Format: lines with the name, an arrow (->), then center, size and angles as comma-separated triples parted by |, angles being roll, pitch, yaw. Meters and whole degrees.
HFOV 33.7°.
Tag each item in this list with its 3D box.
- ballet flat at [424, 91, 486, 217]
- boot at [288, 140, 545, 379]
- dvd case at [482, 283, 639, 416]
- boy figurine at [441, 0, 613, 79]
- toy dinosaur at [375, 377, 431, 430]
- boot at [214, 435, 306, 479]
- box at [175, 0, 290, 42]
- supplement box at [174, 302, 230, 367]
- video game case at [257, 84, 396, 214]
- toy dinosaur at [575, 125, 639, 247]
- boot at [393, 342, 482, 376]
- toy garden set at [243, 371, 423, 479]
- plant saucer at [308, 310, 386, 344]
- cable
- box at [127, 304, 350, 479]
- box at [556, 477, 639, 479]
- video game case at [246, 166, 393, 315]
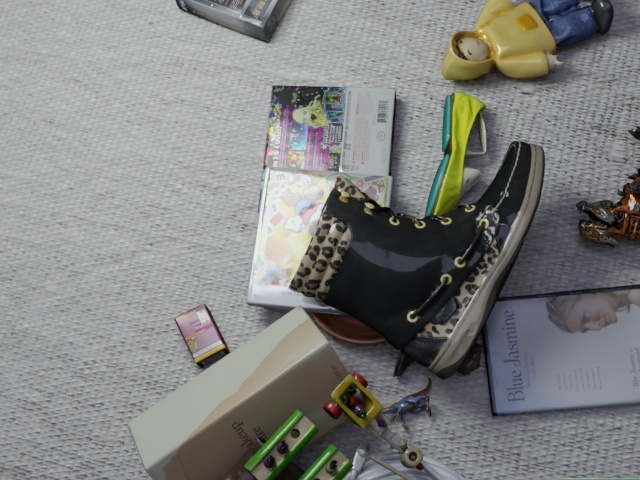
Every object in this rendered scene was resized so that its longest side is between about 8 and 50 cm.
ballet flat -> 0.222, -0.130, 1.686 | 0.077, 0.077, 0.231 | 13, 71, -3
boot -> 0.146, -0.020, 1.562 | 0.284, 0.138, 0.377 | 25, 85, 1
dvd case -> 0.373, 0.164, 1.589 | 0.253, 0.022, 0.180 | -6, 71, 6
boy figurine -> 0.324, -0.347, 1.737 | 0.285, 0.092, 0.177 | -20, 72, -3
toy dinosaur -> 0.125, 0.254, 1.593 | 0.082, 0.047, 0.090 | -3, 37, 16
boot -> -0.069, 0.423, 1.478 | 0.248, 0.090, 0.207 | 44, 87, -10
box -> -0.124, -0.483, 1.859 | 0.183, 0.056, 0.231 | 23, 76, 14
supplement box -> -0.185, 0.149, 1.656 | 0.055, 0.043, 0.083 | -27, 71, -2
video game case -> 0.013, -0.142, 1.730 | 0.210, 0.042, 0.232 | 2, 72, 8
toy dinosaur -> 0.551, -0.082, 1.611 | 0.321, 0.164, 0.219 | -8, 84, -15
boot -> 0.179, 0.183, 1.603 | 0.114, 0.037, 0.106 | 28, 79, 11
toy garden set -> 0.053, 0.318, 1.437 | 0.244, 0.049, 0.204 | 43, 72, 6
plant saucer -> 0.071, 0.068, 1.654 | 0.199, 0.037, 0.200 | -2, 72, 6
cable -> 0.119, 0.431, 1.488 | 0.257, 0.089, 0.257 | 30, 74, 12
box -> -0.106, 0.252, 1.538 | 0.311, 0.148, 0.121 | -36, 32, -4
box -> 0.361, 0.453, 1.380 | 0.126, 0.231, 0.262 | -2, 71, 7
video game case -> 0.000, 0.000, 1.649 | 0.206, 0.026, 0.227 | 5, 74, 9
